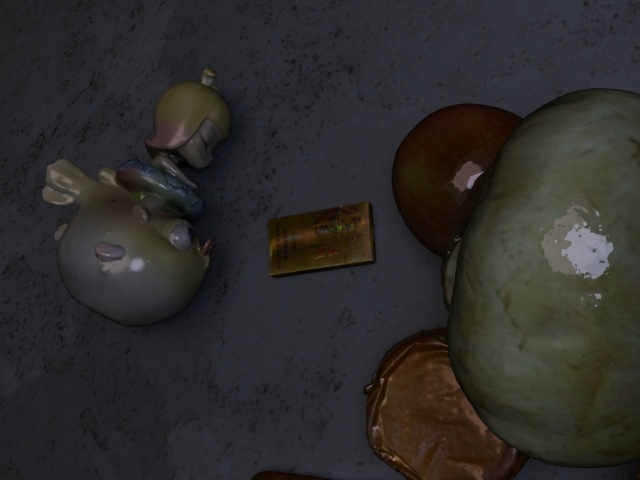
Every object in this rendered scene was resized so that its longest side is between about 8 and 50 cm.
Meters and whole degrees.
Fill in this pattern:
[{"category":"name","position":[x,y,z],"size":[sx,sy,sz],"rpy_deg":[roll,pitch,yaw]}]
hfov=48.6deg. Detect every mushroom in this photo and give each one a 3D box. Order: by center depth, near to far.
[{"category":"mushroom","position":[0.256,0.036,0.670],"size":[0.260,0.352,0.352],"rpy_deg":[14,82,50]}]

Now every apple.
[{"category":"apple","position":[0.179,-0.070,0.842],"size":[0.188,0.188,0.174],"rpy_deg":[-45,48,7]}]

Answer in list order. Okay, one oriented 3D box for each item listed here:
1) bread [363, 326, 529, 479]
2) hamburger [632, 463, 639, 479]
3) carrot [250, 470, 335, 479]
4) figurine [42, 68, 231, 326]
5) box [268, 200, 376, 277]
[{"category":"bread","position":[0.157,0.200,0.830],"size":[0.199,0.104,0.199],"rpy_deg":[-6,77,26]},{"category":"hamburger","position":[0.404,0.219,0.616],"size":[0.302,0.302,0.170],"rpy_deg":[-46,75,7]},{"category":"carrot","position":[-0.002,0.319,0.900],"size":[0.191,0.047,0.047],"rpy_deg":[-4,75,22]},{"category":"figurine","position":[-0.254,-0.082,1.028],"size":[0.274,0.226,0.395],"rpy_deg":[24,76,0]},{"category":"box","position":[0.000,0.000,0.995],"size":[0.156,0.022,0.089],"rpy_deg":[-8,74,22]}]
